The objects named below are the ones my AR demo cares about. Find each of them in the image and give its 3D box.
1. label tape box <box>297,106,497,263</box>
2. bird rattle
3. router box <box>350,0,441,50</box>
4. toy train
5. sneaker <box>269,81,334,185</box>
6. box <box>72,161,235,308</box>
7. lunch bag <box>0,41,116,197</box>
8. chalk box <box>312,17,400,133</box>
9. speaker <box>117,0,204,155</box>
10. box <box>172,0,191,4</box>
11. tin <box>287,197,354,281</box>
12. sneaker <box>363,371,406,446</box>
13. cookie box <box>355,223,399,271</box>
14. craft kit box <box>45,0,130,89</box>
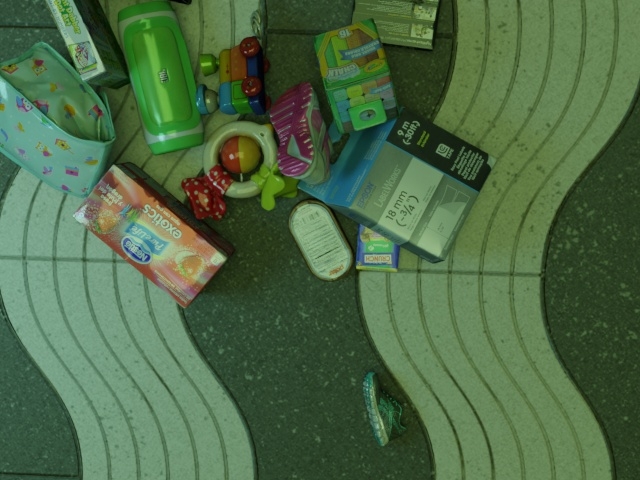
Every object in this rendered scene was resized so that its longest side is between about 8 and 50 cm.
[{"bbox_3d":[0.154,-0.135,1.741,0.333,0.106,0.241,28,84,-2],"label":"label tape box"},{"bbox_3d":[-0.172,-0.147,1.789,0.253,0.143,0.207,-4,86,15],"label":"bird rattle"},{"bbox_3d":[0.154,-0.469,1.749,0.179,0.046,0.133,8,98,1],"label":"router box"},{"bbox_3d":[-0.185,-0.376,1.749,0.143,0.105,0.248,-6,74,8],"label":"toy train"},{"bbox_3d":[-0.033,-0.211,1.735,0.103,0.111,0.252,-18,55,24],"label":"sneaker"},{"bbox_3d":[-0.341,-0.016,1.773,0.300,0.154,0.142,40,97,-4],"label":"box"},{"bbox_3d":[-0.530,-0.227,1.708,0.262,0.160,0.223,41,140,-1],"label":"lunch bag"},{"bbox_3d":[0.075,-0.309,1.676,0.132,0.132,0.213,-16,52,4],"label":"chalk box"},{"bbox_3d":[-0.327,-0.331,1.745,0.131,0.131,0.297,-13,97,4],"label":"speaker"},{"bbox_3d":[-0.361,-0.558,1.704,0.207,0.153,0.108,13,97,-1],"label":"box"},{"bbox_3d":[0.000,0.000,1.821,0.106,0.040,0.190,-27,96,9],"label":"tin"},{"bbox_3d":[0.142,0.362,1.857,0.076,0.065,0.166,-16,100,-13],"label":"sneaker"},{"bbox_3d":[0.123,0.010,1.814,0.091,0.040,0.107,4,98,0],"label":"cookie box"},{"bbox_3d":[-0.466,-0.426,1.675,0.061,0.250,0.247,-21,97,3],"label":"craft kit box"}]
